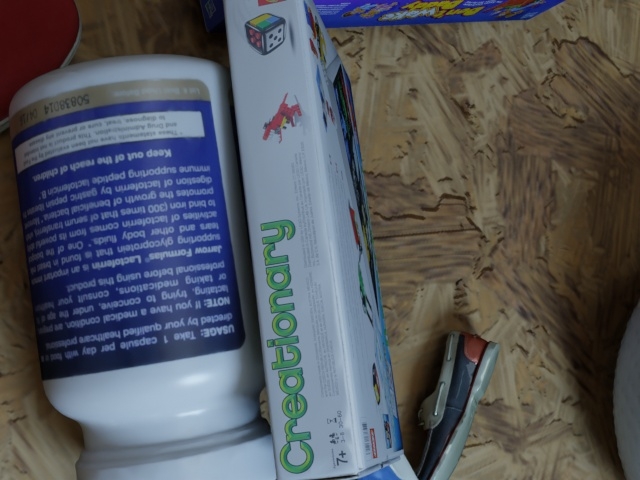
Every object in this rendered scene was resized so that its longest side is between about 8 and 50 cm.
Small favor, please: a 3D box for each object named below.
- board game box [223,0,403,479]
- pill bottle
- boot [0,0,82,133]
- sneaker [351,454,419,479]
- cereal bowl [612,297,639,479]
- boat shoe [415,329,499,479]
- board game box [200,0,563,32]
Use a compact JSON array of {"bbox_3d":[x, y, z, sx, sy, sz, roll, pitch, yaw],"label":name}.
[{"bbox_3d":[0.000,0.000,0.595,0.053,0.193,0.305,-10,77,10],"label":"board game box"},{"bbox_3d":[-0.106,0.029,0.569,0.153,0.153,0.264,-6,84,-27],"label":"pill bottle"},{"bbox_3d":[-0.229,-0.104,0.517,0.244,0.176,0.088,-42,99,-27],"label":"boot"},{"bbox_3d":[0.058,0.228,0.669,0.085,0.058,0.152,-39,95,-32],"label":"sneaker"},{"bbox_3d":[0.391,0.154,0.805,0.339,0.141,0.338,4,80,-25],"label":"cereal bowl"},{"bbox_3d":[0.102,0.137,0.719,0.043,0.049,0.137,18,71,21],"label":"boat shoe"},{"bbox_3d":[0.050,-0.300,0.728,0.347,0.078,0.233,-11,86,-33],"label":"board game box"}]
